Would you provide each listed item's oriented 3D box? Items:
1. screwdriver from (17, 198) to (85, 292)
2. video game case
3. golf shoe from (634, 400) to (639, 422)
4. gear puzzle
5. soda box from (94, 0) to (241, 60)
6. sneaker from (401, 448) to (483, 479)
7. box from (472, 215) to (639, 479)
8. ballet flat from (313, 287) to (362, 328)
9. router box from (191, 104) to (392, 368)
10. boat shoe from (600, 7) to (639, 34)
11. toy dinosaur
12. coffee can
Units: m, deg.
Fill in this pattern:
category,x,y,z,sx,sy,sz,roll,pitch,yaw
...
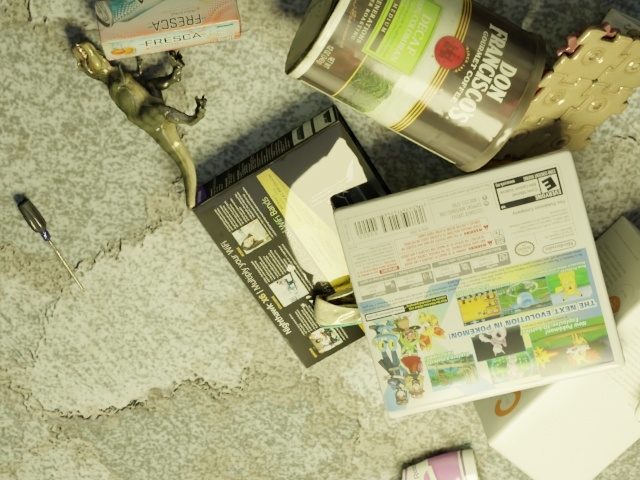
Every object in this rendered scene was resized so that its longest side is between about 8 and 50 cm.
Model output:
category,x,y,z,sx,sy,sz,roll,pitch,yaw
screwdriver,-0.388,0.011,1.669,0.025,0.024,0.170,-5,125,31
video game case,0.211,0.061,1.553,0.329,0.036,0.300,-14,94,12
golf shoe,0.478,0.167,1.540,0.086,0.067,0.186,42,106,7
gear puzzle,0.313,-0.173,1.565,0.175,0.044,0.339,4,143,-33
soda box,-0.198,-0.288,1.505,0.183,0.058,0.063,-11,76,-6
sneaker,0.207,0.477,1.875,0.161,0.102,0.282,-16,103,7
box,0.399,0.170,1.680,0.168,0.215,0.345,39,106,-19
ballet flat,0.073,0.090,1.624,0.168,0.057,0.052,-6,105,-2
router box,0.000,0.000,1.653,0.243,0.081,0.309,-30,112,9
boat shoe,0.497,-0.246,1.569,0.258,0.095,0.084,15,116,-11
toy dinosaur,-0.216,-0.181,1.556,0.118,0.064,0.268,-36,96,21
coffee can,0.120,-0.239,1.490,0.275,0.201,0.201,26,110,-14
